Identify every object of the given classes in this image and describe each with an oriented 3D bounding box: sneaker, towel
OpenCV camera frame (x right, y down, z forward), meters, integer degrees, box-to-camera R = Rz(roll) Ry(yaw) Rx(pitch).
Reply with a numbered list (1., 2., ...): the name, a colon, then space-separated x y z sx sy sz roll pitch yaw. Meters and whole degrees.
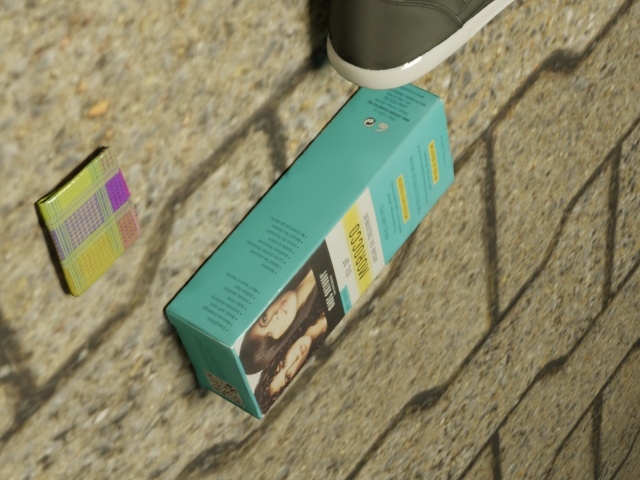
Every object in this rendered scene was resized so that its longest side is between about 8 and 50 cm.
1. sneaker: 0.110 -0.238 0.913 0.296 0.104 0.147 -46 154 -21
2. towel: -0.132 -0.010 0.808 0.060 0.009 0.083 -46 148 -27

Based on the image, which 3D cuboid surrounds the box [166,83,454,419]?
1. box: 0.000 0.000 0.990 0.244 0.060 0.100 -50 150 -23
